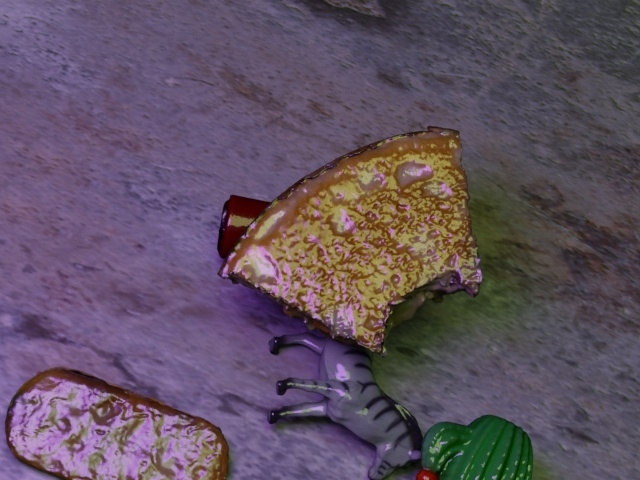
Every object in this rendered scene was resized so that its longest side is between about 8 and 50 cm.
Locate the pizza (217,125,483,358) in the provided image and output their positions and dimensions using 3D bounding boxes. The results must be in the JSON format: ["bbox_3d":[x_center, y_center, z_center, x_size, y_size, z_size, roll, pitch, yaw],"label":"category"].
[{"bbox_3d":[0.058,0.012,1.375,0.323,0.089,0.223,-32,76,-12],"label":"pizza"}]

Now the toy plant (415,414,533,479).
[{"bbox_3d":[0.168,0.306,1.319,0.155,0.088,0.240,10,72,-26],"label":"toy plant"}]

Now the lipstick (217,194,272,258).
[{"bbox_3d":[0.000,0.000,1.456,0.241,0.080,0.080,9,61,-5],"label":"lipstick"}]

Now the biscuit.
[{"bbox_3d":[-0.219,0.217,1.330,0.247,0.029,0.118,21,67,1],"label":"biscuit"}]

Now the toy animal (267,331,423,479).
[{"bbox_3d":[0.032,0.156,1.385,0.176,0.073,0.216,7,56,-13],"label":"toy animal"}]
